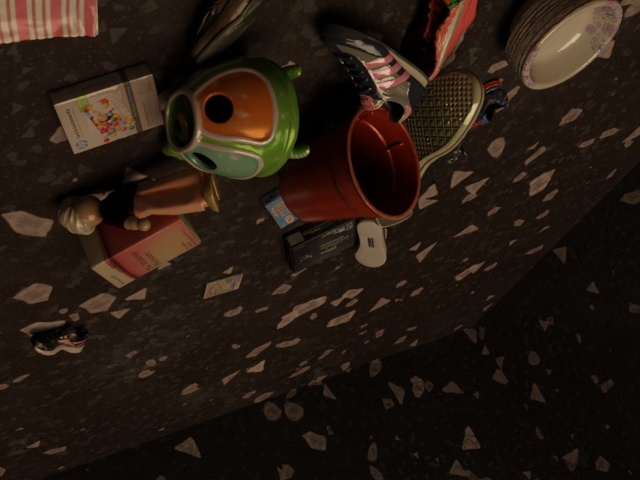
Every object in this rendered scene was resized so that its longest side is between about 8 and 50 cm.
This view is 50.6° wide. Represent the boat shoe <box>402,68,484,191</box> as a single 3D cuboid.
[{"bbox_3d":[0.307,-0.283,1.835,0.156,0.186,0.500,-22,159,-28],"label":"boat shoe"}]

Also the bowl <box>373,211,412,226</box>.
[{"bbox_3d":[0.207,-0.120,2.096,0.142,0.141,0.053,-21,-167,-28],"label":"bowl"}]

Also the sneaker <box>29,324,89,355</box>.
[{"bbox_3d":[-0.724,0.267,1.891,0.077,0.072,0.178,-50,158,13],"label":"sneaker"}]

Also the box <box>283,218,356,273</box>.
[{"bbox_3d":[0.000,0.000,2.155,0.233,0.059,0.183,-25,155,-12],"label":"box"}]

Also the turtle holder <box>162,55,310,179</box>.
[{"bbox_3d":[-0.192,-0.246,1.346,0.228,0.320,0.243,-11,116,-36],"label":"turtle holder"}]

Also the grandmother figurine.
[{"bbox_3d":[-0.394,-0.085,1.466,0.343,0.208,0.104,-11,110,0],"label":"grandmother figurine"}]

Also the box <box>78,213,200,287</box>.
[{"bbox_3d":[-0.427,-0.012,1.603,0.232,0.126,0.148,-30,155,-2],"label":"box"}]

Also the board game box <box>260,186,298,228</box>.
[{"bbox_3d":[-0.047,-0.127,1.897,0.212,0.039,0.160,-31,154,0],"label":"board game box"}]

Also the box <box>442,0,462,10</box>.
[{"bbox_3d":[0.251,-0.613,1.165,0.290,0.177,0.279,-38,152,17],"label":"box"}]

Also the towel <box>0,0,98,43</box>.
[{"bbox_3d":[-0.443,-0.369,1.047,0.197,0.029,0.144,-16,150,-27],"label":"towel"}]

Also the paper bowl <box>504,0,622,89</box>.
[{"bbox_3d":[0.594,-0.531,1.707,0.284,0.148,0.284,-25,155,-13],"label":"paper bowl"}]

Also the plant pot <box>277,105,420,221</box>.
[{"bbox_3d":[0.056,-0.162,1.640,0.265,0.272,0.272,-11,172,42],"label":"plant pot"}]

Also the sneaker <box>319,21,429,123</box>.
[{"bbox_3d":[0.108,-0.356,1.465,0.319,0.112,0.131,21,96,-39],"label":"sneaker"}]

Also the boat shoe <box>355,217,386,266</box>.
[{"bbox_3d":[0.170,-0.018,2.252,0.108,0.102,0.301,7,148,13],"label":"boat shoe"}]

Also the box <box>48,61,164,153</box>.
[{"bbox_3d":[-0.403,-0.251,1.295,0.186,0.038,0.145,-21,153,-15],"label":"box"}]

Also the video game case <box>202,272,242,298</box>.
[{"bbox_3d":[-0.310,0.143,2.146,0.122,0.011,0.087,-16,151,-28],"label":"video game case"}]

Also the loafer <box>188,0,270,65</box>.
[{"bbox_3d":[-0.151,-0.429,1.214,0.267,0.084,0.096,-38,-175,24],"label":"loafer"}]

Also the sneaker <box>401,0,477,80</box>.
[{"bbox_3d":[0.288,-0.477,1.526,0.136,0.116,0.313,-23,156,-25],"label":"sneaker"}]

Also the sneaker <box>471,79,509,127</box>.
[{"bbox_3d":[0.439,-0.358,1.930,0.221,0.087,0.083,-41,152,22],"label":"sneaker"}]
